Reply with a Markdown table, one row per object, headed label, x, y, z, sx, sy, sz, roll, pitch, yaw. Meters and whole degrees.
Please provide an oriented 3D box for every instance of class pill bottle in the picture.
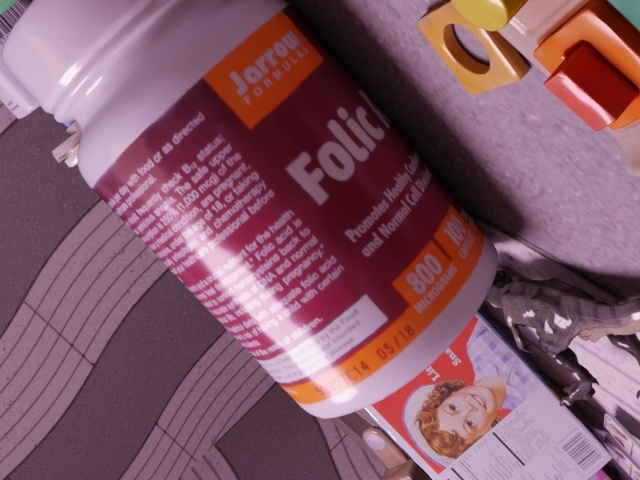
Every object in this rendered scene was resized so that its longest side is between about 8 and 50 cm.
| label | x | y | z | sx | sy | sz | roll | pitch | yaw |
| --- | --- | --- | --- | --- | --- | --- | --- | --- | --- |
| pill bottle | -0.054 | -0.062 | 0.691 | 0.392 | 0.224 | 0.224 | 48 | 167 | -10 |

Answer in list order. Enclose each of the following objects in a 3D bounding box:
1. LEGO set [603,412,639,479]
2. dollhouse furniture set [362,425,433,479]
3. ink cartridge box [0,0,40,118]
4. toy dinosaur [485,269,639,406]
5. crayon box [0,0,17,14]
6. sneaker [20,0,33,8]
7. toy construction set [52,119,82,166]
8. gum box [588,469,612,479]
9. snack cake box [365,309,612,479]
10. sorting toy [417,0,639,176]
| label | x | y | z | sx | sy | sz | roll | pitch | yaw |
| --- | --- | --- | --- | --- | --- | --- | --- | --- | --- |
| LEGO set | 0.377 | 0.274 | 0.792 | 0.244 | 0.060 | 0.182 | 50 | 173 | 35 |
| dollhouse furniture set | 0.126 | 0.395 | 1.200 | 0.174 | 0.355 | 0.303 | 47 | 129 | -7 |
| ink cartridge box | -0.346 | -0.305 | 0.900 | 0.278 | 0.201 | 0.117 | 51 | 162 | -20 |
| toy dinosaur | 0.208 | 0.072 | 0.646 | 0.118 | 0.064 | 0.268 | 55 | 162 | -11 |
| crayon box | -0.271 | -0.268 | 0.619 | 0.165 | 0.278 | 0.081 | 43 | 168 | 11 |
| sneaker | -0.251 | -0.324 | 0.805 | 0.097 | 0.135 | 0.276 | -135 | 28 | -74 |
| toy construction set | -0.329 | -0.255 | 1.071 | 0.327 | 0.151 | 0.215 | 64 | -174 | -7 |
| gum box | 0.326 | 0.318 | 0.932 | 0.107 | 0.062 | 0.188 | 48 | 180 | 35 |
| snack cake box | 0.151 | 0.168 | 0.859 | 0.264 | 0.152 | 0.089 | 47 | -172 | -3 |
| sorting toy | 0.121 | -0.112 | 0.374 | 0.196 | 0.047 | 0.348 | 46 | 167 | -1 |
